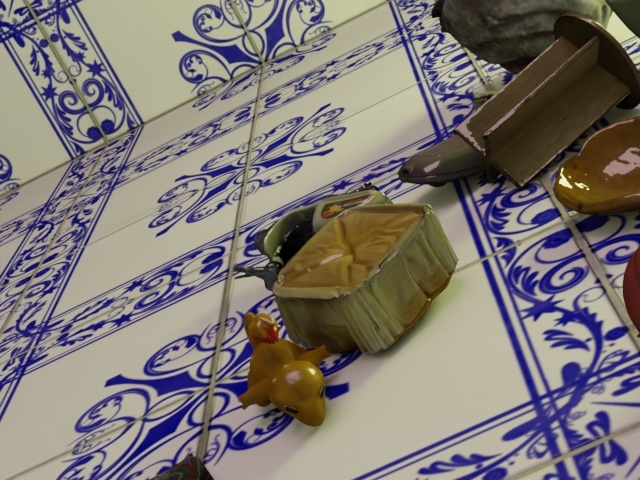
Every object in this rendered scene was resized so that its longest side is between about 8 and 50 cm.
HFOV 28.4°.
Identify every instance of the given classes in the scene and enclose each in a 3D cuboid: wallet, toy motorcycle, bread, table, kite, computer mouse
[{"bbox_3d":[0.314,-0.217,1.937,0.155,0.039,0.110,-6,6,11],"label":"wallet"},{"bbox_3d":[0.000,0.000,1.801,0.263,0.091,0.157,-13,28,34],"label":"toy motorcycle"},{"bbox_3d":[0.055,0.049,1.553,0.210,0.110,0.192,-5,35,52],"label":"bread"},{"bbox_3d":[0.312,-0.182,1.770,0.226,0.167,0.167,-41,20,-10],"label":"table"},{"bbox_3d":[-0.145,0.290,1.334,0.152,0.015,0.285,-37,20,-24],"label":"kite"},{"bbox_3d":[0.224,-0.129,1.870,0.232,0.057,0.120,-27,14,-23],"label":"computer mouse"}]

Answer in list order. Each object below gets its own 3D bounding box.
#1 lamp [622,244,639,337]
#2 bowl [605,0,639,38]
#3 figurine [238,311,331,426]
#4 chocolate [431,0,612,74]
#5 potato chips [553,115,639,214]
[{"bbox_3d":[0.353,0.032,1.102,0.182,0.140,0.182,-28,-27,-16],"label":"lamp"},{"bbox_3d":[0.574,-0.355,1.838,0.289,0.146,0.289,-27,16,8],"label":"bowl"},{"bbox_3d":[-0.044,0.139,1.429,0.121,0.122,0.176,-29,17,-11],"label":"figurine"},{"bbox_3d":[0.369,-0.384,2.108,0.303,0.213,0.303,-32,-22,-15],"label":"chocolate"},{"bbox_3d":[0.381,-0.081,1.506,0.208,0.062,0.195,-18,26,24],"label":"potato chips"}]
